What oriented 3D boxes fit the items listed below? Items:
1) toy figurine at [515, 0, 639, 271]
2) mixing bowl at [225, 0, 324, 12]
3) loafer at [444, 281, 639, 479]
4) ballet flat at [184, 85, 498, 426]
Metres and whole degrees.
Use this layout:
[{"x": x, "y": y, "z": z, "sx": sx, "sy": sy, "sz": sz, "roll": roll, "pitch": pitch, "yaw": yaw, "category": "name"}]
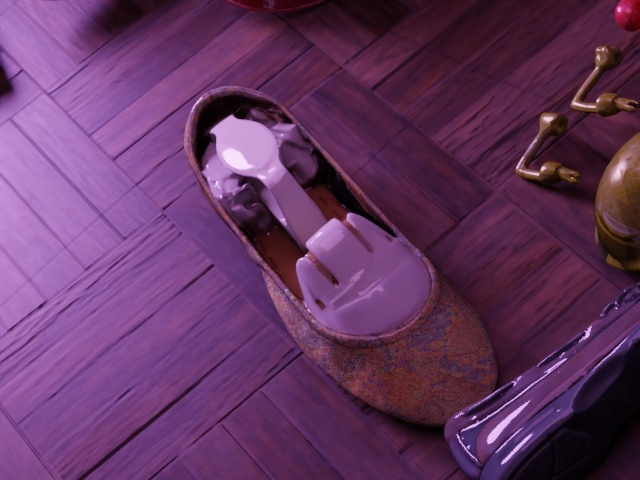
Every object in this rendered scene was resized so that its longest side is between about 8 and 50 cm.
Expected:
[{"x": 0.262, "y": -0.180, "z": 1.104, "sx": 0.362, "sy": 0.217, "sz": 0.191, "roll": -48, "pitch": 53, "yaw": 0, "category": "toy figurine"}, {"x": -0.042, "y": -0.302, "z": 1.381, "sx": 0.181, "sy": 0.098, "sz": 0.181, "roll": 0, "pitch": 68, "yaw": 0, "category": "mixing bowl"}, {"x": 0.199, "y": 0.075, "z": 1.077, "sx": 0.267, "sy": 0.096, "sz": 0.084, "roll": -38, "pitch": 47, "yaw": -7, "category": "loafer"}, {"x": 0.000, "y": 0.000, "z": 1.179, "sx": 0.123, "sy": 0.123, "sz": 0.348, "roll": -35, "pitch": 53, "yaw": -8, "category": "ballet flat"}]
